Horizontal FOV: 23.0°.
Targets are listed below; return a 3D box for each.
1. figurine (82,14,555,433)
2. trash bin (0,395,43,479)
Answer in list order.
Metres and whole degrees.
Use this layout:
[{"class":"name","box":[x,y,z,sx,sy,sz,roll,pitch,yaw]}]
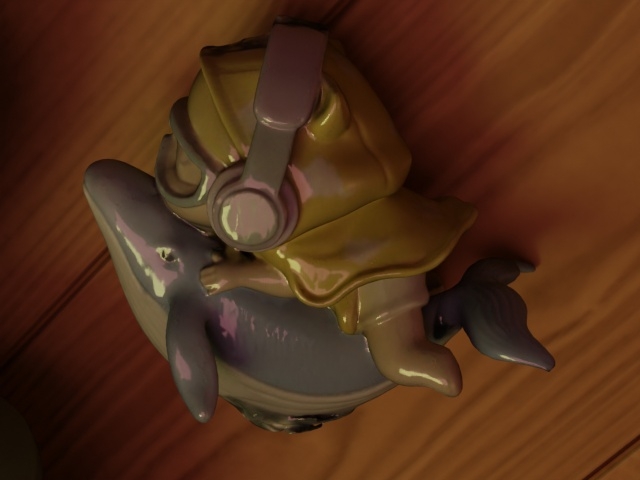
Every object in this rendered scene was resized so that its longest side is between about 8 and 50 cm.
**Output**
[{"class":"figurine","box":[0.000,0.000,0.677,0.208,0.128,0.184,12,115,-5]},{"class":"trash bin","box":[-0.225,0.269,0.765,0.280,0.280,0.432,-8,117,14]}]
